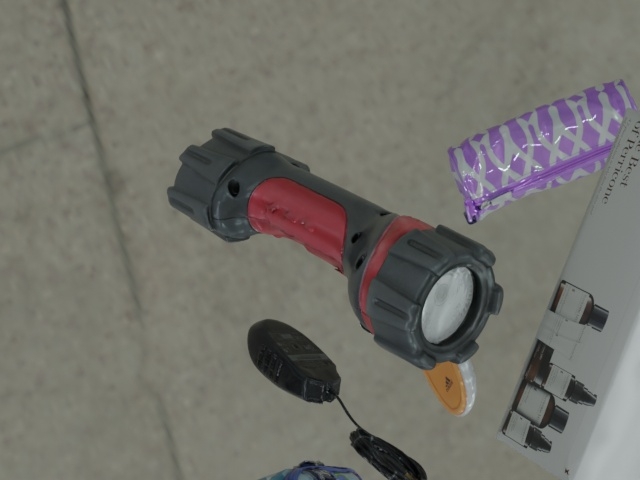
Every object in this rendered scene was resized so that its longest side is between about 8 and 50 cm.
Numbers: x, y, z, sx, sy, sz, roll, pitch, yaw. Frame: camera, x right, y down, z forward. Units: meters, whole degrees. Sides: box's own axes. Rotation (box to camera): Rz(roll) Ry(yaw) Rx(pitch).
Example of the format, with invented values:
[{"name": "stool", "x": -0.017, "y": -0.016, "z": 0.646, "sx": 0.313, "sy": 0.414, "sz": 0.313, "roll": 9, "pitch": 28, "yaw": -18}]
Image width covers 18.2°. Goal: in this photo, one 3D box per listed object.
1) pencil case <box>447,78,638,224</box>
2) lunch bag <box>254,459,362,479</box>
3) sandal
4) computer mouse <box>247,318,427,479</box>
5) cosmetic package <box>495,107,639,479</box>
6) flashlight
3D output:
[{"name": "pencil case", "x": 0.226, "y": -0.089, "z": 1.987, "sx": 0.206, "sy": 0.088, "sz": 0.086, "roll": -24, "pitch": 122, "yaw": 7}, {"name": "lunch bag", "x": 0.008, "y": 0.283, "z": 1.549, "sx": 0.090, "sy": 0.219, "sz": 0.176, "roll": -22, "pitch": 165, "yaw": 17}, {"name": "sandal", "x": 0.087, "y": 0.081, "z": 2.211, "sx": 0.076, "sy": 0.265, "sz": 0.102, "roll": -11, "pitch": 148, "yaw": -28}, {"name": "computer mouse", "x": 0.011, "y": 0.161, "z": 1.882, "sx": 0.071, "sy": 0.242, "sz": 0.041, "roll": 5, "pitch": 124, "yaw": -52}, {"name": "cosmetic package", "x": 0.200, "y": 0.040, "z": 1.294, "sx": 0.060, "sy": 0.099, "sz": 0.239, "roll": 18, "pitch": 95, "yaw": -31}, {"name": "flashlight", "x": 0.000, "y": 0.000, "z": 1.527, "sx": 0.103, "sy": 0.304, "sz": 0.103, "roll": 28, "pitch": 89, "yaw": -49}]
